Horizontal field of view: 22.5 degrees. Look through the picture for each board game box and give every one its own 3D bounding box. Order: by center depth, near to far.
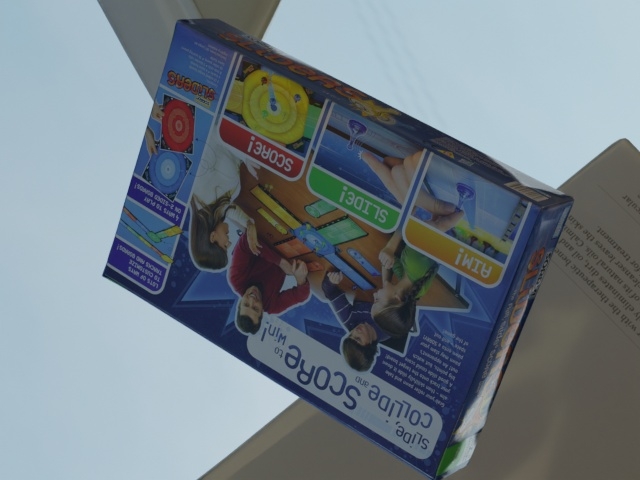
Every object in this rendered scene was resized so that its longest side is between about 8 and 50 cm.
[{"bbox_3d":[0.000,0.000,0.728,0.201,0.136,0.035,30,-157,26],"label":"board game box"}]

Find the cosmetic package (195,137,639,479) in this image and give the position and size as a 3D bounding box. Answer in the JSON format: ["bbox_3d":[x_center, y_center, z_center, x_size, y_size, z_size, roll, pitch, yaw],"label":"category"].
[{"bbox_3d":[0.103,0.133,0.964,0.197,0.365,0.155,49,166,15],"label":"cosmetic package"}]

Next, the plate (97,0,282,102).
[{"bbox_3d":[-0.083,-0.244,1.114,0.278,0.045,0.277,63,-144,-39],"label":"plate"}]
